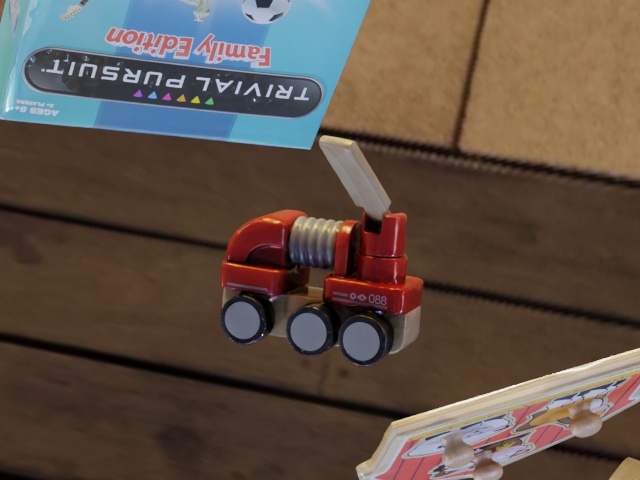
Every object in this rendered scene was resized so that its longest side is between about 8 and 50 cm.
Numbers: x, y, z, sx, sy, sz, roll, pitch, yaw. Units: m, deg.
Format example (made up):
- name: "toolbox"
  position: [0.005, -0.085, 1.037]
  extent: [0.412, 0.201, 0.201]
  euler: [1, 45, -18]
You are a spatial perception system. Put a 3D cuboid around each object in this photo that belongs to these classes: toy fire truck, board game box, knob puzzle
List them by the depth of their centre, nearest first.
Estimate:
- name: "knob puzzle"
  position: [0.117, 0.126, 0.997]
  extent: [0.213, 0.213, 0.030]
  euler: [-21, 71, 6]
- name: "board game box"
  position: [-0.079, -0.224, 1.165]
  extent: [0.254, 0.336, 0.079]
  euler: [4, 42, -22]
- name: "toy fire truck"
  position: [0.000, 0.000, 1.771]
  extent: [0.217, 0.158, 0.246]
  euler: [9, 101, 20]

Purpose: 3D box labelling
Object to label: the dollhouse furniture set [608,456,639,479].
- name: "dollhouse furniture set"
  position: [0.100, 0.181, 0.803]
  extent: [0.151, 0.144, 0.123]
  euler: [-48, 32, -20]
